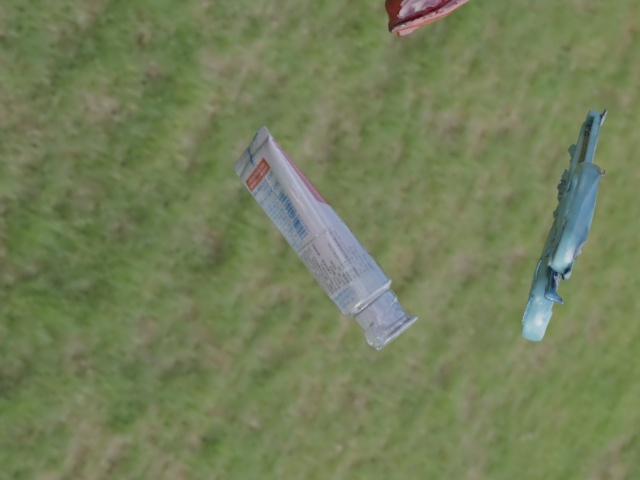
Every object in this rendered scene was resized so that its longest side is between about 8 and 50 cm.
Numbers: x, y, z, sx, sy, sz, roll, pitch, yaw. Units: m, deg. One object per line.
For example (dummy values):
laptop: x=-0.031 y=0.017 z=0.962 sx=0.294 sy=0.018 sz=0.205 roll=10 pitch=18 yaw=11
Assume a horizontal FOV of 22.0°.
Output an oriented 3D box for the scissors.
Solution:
scissors: x=0.251 y=-0.044 z=1.647 sx=0.393 sy=0.032 sz=0.180 roll=-64 pitch=173 yaw=-57

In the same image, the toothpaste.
toothpaste: x=0.000 y=0.000 z=1.577 sx=0.057 sy=0.234 sz=0.089 roll=-36 pitch=173 yaw=-34

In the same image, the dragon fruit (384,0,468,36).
dragon fruit: x=0.094 y=-0.275 z=1.109 sx=0.211 sy=0.134 sz=0.262 roll=-71 pitch=153 yaw=-83
